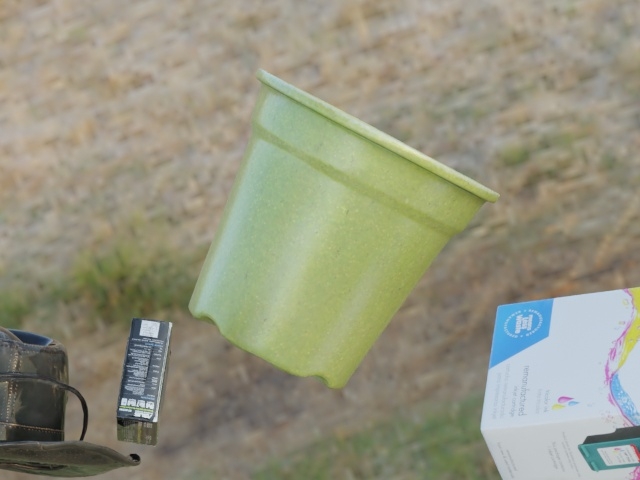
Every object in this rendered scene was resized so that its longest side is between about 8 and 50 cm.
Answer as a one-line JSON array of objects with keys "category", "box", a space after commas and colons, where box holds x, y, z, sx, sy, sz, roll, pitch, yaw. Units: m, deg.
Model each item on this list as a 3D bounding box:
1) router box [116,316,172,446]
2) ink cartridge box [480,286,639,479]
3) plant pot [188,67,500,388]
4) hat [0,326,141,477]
[{"category": "router box", "box": [-0.158, 0.128, 1.780, 0.038, 0.122, 0.092, 8, 73, -3]}, {"category": "ink cartridge box", "box": [0.244, 0.103, 1.467, 0.231, 0.078, 0.134, -9, 40, 20]}, {"category": "plant pot", "box": [0.000, 0.000, 2.004, 0.254, 0.276, 0.276, -62, 32, 4]}, {"category": "hat", "box": [-0.313, 0.134, 1.770, 0.331, 0.134, 0.331, 3, -10, 0]}]
